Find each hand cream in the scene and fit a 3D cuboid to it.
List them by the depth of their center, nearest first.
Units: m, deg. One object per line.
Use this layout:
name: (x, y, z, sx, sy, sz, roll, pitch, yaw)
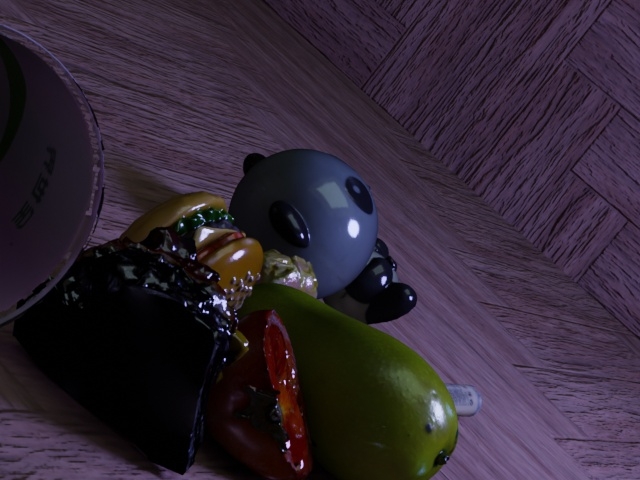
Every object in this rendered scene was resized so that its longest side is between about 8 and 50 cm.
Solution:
hand cream: (0.142, 0.194, 2.183, 0.143, 0.039, 0.061, 9, 37, -48)

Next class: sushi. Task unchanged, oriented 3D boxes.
sushi: (-0.147, 0.070, 1.531, 0.172, 0.153, 0.150, 21, 29, 14)

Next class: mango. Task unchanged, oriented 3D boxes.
mango: (0.018, 0.141, 1.776, 0.293, 0.143, 0.175, 38, -2, 41)

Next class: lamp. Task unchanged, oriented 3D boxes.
lamp: (0.000, 0.000, 2.150, 0.244, 0.198, 0.197, 41, 9, -32)

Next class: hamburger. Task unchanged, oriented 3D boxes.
hamburger: (-0.133, 0.031, 1.714, 0.115, 0.162, 0.162, 47, 14, 15)

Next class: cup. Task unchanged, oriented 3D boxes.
cup: (-0.320, -0.084, 1.423, 0.253, 0.253, 0.274, 31, 7, -28)

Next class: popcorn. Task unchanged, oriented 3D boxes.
popcorn: (-0.050, 0.056, 1.991, 0.097, 0.109, 0.089, 0, 59, -11)

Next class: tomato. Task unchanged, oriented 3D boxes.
tomato: (-0.065, 0.146, 1.624, 0.139, 0.091, 0.159, -65, 139, -74)
